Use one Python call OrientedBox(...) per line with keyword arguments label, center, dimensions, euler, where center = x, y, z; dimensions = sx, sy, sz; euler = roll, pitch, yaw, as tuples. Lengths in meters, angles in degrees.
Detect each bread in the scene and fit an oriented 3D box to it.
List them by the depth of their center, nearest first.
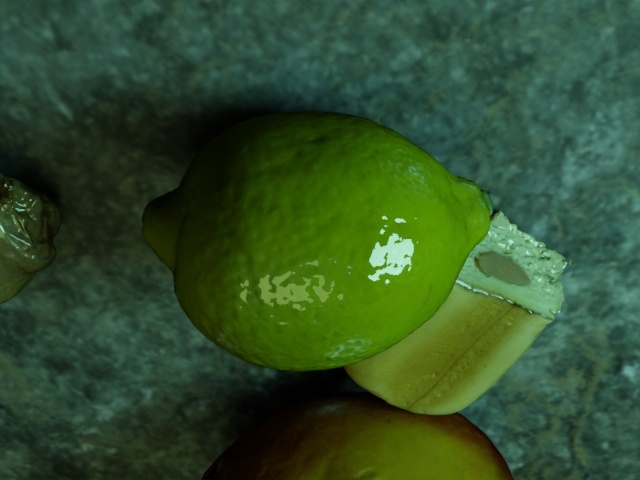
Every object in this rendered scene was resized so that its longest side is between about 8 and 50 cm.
OrientedBox(label="bread", center=(0.100, 0.058, 1.161), dimensions=(0.134, 0.085, 0.173), euler=(21, 131, -26))

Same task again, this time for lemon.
OrientedBox(label="lemon", center=(0.000, 0.000, 1.030), dimensions=(0.248, 0.184, 0.184), euler=(-2, 137, -4))

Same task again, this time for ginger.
OrientedBox(label="ginger", center=(-0.274, -0.039, 1.070), dimensions=(0.137, 0.074, 0.213), euler=(-11, 140, 5))

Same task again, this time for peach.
OrientedBox(label="peach", center=(0.025, 0.246, 1.244), dimensions=(0.281, 0.281, 0.238), euler=(4, 100, -5))
